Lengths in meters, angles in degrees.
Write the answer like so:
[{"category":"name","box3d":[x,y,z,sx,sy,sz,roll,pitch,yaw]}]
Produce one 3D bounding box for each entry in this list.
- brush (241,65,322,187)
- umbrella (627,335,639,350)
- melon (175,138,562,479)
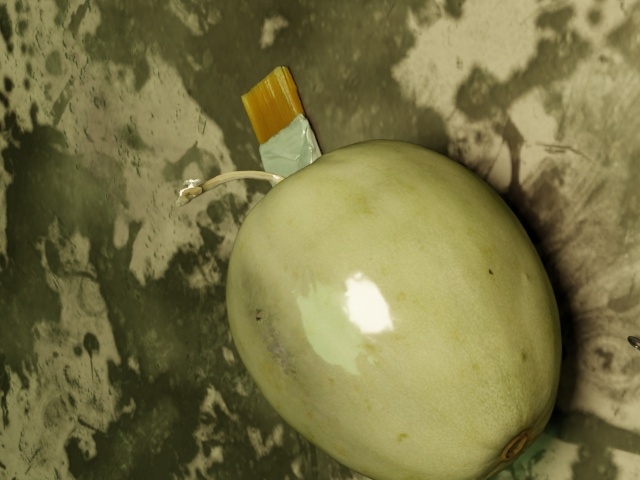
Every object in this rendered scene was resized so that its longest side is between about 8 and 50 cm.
[{"category":"brush","box3d":[0.000,0.000,1.543,0.085,0.020,0.336,-30,78,47]},{"category":"umbrella","box3d":[0.297,0.100,1.246,0.149,0.022,0.022,21,157,43]},{"category":"melon","box3d":[0.059,0.059,1.324,0.272,0.272,0.308,-29,75,47]}]
